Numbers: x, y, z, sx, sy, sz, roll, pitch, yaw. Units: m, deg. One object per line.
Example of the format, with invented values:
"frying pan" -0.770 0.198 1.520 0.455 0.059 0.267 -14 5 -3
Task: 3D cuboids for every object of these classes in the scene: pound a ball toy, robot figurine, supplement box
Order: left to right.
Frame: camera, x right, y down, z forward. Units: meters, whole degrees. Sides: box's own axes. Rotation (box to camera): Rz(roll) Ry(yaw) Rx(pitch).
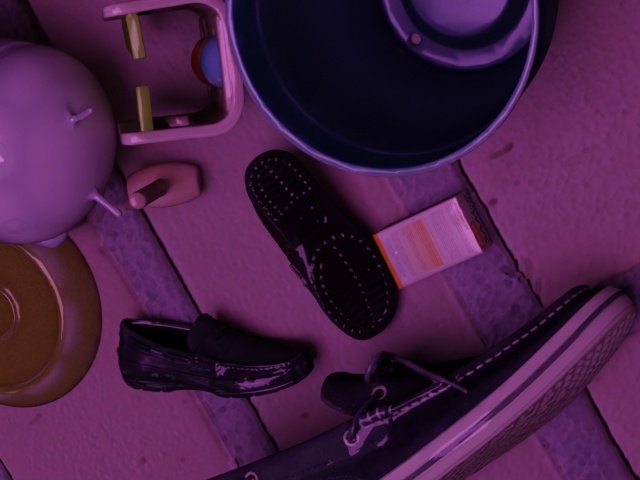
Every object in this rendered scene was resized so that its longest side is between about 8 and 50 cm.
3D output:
"robot figurine" -0.351 -0.110 1.738 0.353 0.200 0.300 14 145 30
"pound a ball toy" -0.127 -0.127 1.636 0.135 0.319 0.208 -8 97 -6
"supplement box" 0.110 -0.001 1.691 0.098 0.036 0.062 -24 94 26

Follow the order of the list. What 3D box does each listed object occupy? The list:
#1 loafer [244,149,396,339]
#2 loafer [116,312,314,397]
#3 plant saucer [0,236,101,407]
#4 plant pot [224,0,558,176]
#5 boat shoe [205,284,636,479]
"loafer" 0.000 0.000 1.724 0.080 0.078 0.220 -34 102 -7
"loafer" -0.114 0.116 1.791 0.223 0.076 0.078 1 112 26
"plant saucer" -0.356 0.075 1.900 0.241 0.037 0.241 6 106 21
"plant pot" 0.089 -0.214 1.520 0.271 0.255 0.272 6 106 20
"boat shoe" 0.076 0.177 1.660 0.500 0.187 0.156 -36 74 17
